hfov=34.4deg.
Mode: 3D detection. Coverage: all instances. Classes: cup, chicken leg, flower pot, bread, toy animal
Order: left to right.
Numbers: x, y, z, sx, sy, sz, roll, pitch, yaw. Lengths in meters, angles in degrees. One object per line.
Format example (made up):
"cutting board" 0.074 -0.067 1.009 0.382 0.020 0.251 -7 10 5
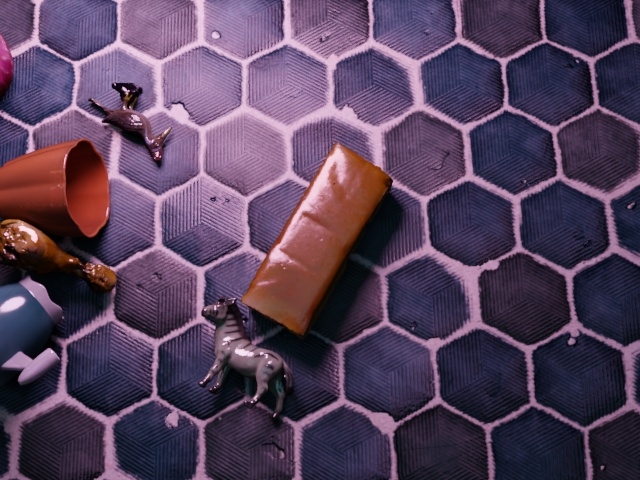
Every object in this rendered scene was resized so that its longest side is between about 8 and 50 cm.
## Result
"cup" -0.574 0.156 1.909 0.173 0.167 0.300 -42 50 -21
"flower pot" -0.517 -0.094 1.975 0.173 0.190 0.190 -3 73 17
"chicken leg" -0.503 0.034 1.942 0.252 0.107 0.087 24 81 -19
"toy animal" -0.375 -0.238 2.069 0.105 0.070 0.202 -41 77 5
"toy animal" -0.138 0.214 1.908 0.217 0.073 0.176 25 76 6
"bread" 0.000 0.000 1.958 0.138 0.077 0.361 28 77 12

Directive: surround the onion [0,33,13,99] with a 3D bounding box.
"onion" -0.711 -0.335 2.060 0.201 0.200 0.207 30 46 11
